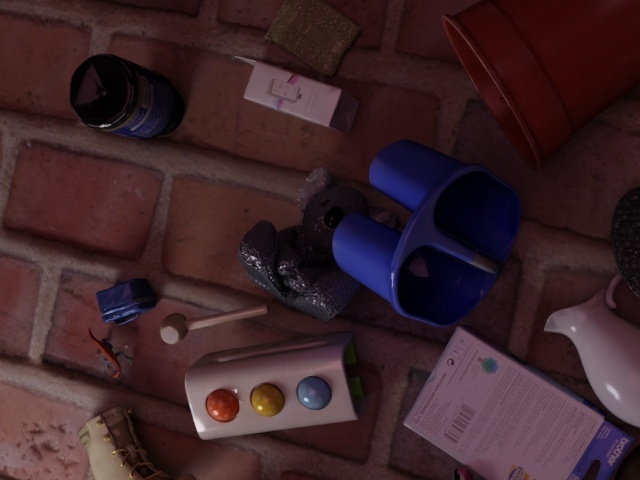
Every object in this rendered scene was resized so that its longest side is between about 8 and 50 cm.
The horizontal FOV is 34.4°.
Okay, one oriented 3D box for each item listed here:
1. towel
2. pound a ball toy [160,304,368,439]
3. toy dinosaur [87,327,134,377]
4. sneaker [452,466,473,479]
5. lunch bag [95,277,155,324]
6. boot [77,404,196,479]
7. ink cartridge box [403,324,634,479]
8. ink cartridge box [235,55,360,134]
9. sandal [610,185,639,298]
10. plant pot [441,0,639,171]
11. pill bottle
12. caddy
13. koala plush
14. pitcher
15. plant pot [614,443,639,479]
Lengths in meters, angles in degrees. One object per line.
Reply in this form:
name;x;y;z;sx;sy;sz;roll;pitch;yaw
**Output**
towel;-0.013;-0.354;1.746;0.148;0.027;0.110;35;98;16
pound a ball toy;-0.105;0.209;1.680;0.319;0.136;0.208;-10;102;16
toy dinosaur;-0.378;0.207;1.824;0.047;0.090;0.082;-52;31;0
sneaker;0.204;0.435;1.629;0.074;0.063;0.171;6;109;20
lunch bag;-0.345;0.111;1.817;0.098;0.067;0.065;-21;82;17
boot;-0.315;0.376;1.757;0.262;0.095;0.204;-31;75;46
ink cartridge box;0.306;0.290;1.612;0.311;0.065;0.186;32;99;18
ink cartridge box;-0.046;-0.241;1.708;0.198;0.115;0.067;22;95;18
sandal;0.606;0.090;1.492;0.445;0.107;0.168;41;100;19
plant pot;0.361;-0.286;1.518;0.265;0.272;0.272;-32;80;7
pill bottle;-0.316;-0.235;1.737;0.122;0.219;0.123;-1;88;18
caddy;0.178;-0.002;1.528;0.179;0.341;0.241;32;96;32
koala plush;0.000;0.000;1.677;0.196;0.203;0.221;30;76;7
pitcher;0.466;0.158;1.544;0.177;0.125;0.207;-36;67;-2
plant pot;0.518;0.395;1.456;0.215;0.230;0.216;-1;88;18
